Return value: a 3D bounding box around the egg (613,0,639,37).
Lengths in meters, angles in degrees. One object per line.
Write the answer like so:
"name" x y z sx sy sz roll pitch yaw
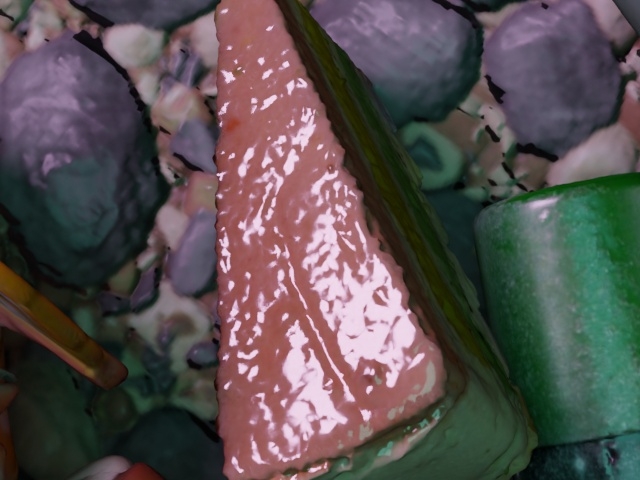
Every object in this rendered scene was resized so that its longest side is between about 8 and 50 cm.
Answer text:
"egg" 0.204 -0.193 0.473 0.276 0.276 0.389 -21 81 1

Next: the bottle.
"bottle" 0.131 0.141 0.534 0.093 0.093 0.330 -11 84 3

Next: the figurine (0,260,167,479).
"figurine" -0.139 0.122 0.486 0.388 0.276 0.248 46 62 5

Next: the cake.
"cake" 0.019 -0.005 0.515 0.090 0.109 0.225 -16 63 25
